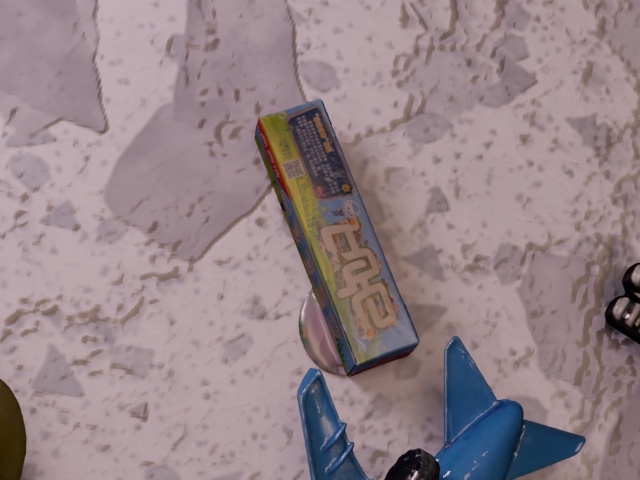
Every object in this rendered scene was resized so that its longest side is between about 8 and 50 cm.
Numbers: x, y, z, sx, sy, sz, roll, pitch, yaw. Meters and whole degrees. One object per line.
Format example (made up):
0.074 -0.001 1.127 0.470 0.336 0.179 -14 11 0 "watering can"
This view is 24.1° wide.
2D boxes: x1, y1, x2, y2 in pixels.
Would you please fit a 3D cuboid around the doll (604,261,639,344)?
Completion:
0.307 0.090 1.067 0.219 0.067 0.091 32 69 1 "doll"

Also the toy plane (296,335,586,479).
0.062 0.207 0.990 0.254 0.105 0.271 38 69 -10 "toy plane"

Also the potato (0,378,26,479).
-0.277 0.154 0.933 0.137 0.154 0.200 42 68 7 "potato"

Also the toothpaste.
0.000 0.000 1.066 0.070 0.044 0.193 -19 77 -12 "toothpaste"
